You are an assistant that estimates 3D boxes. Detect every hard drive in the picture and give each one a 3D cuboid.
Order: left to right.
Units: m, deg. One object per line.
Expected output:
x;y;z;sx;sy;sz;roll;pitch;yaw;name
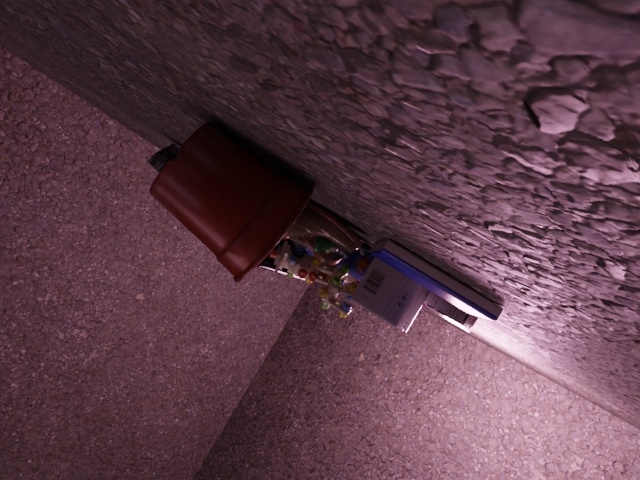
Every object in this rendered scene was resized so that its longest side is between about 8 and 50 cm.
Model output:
0.284;0.098;1.178;0.318;0.040;0.210;31;176;0;hard drive

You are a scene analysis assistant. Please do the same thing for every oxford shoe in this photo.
-0.052;-0.046;1.259;0.348;0.130;0.123;30;176;6;oxford shoe

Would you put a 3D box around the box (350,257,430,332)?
0.226;0.163;1.445;0.181;0.181;0.119;28;176;33;box

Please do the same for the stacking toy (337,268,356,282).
0.056;0.049;1.910;0.141;0.141;0.330;33;-177;-35;stacking toy

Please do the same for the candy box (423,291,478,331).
0.401;0.210;1.531;0.233;0.071;0.159;30;176;31;candy box

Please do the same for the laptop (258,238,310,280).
-0.240;-0.035;1.887;0.236;0.408;0.382;-14;161;27;laptop

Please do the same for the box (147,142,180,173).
-0.590;-0.288;1.980;0.270;0.060;0.216;44;-161;-14;box

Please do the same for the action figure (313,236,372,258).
0.053;0.018;1.370;0.137;0.064;0.232;15;-173;36;action figure

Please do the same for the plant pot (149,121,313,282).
-0.203;-0.096;1.000;0.265;0.272;0.272;40;175;-12;plant pot

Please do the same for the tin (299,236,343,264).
0.000;0.000;1.489;0.190;0.106;0.040;50;139;16;tin

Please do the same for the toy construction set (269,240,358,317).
-0.031;0.112;1.526;0.327;0.151;0.215;32;-151;-14;toy construction set

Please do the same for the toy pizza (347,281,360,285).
0.196;0.144;1.874;0.201;0.032;0.201;0;-150;0;toy pizza

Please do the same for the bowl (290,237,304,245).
-0.061;-0.049;1.587;0.170;0.080;0.170;25;-164;-8;bowl

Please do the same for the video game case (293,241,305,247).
-0.019;0.000;1.812;0.166;0.119;0.015;30;-158;18;video game case

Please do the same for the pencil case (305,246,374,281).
0.091;0.059;1.667;0.306;0.119;0.133;29;-172;30;pencil case
